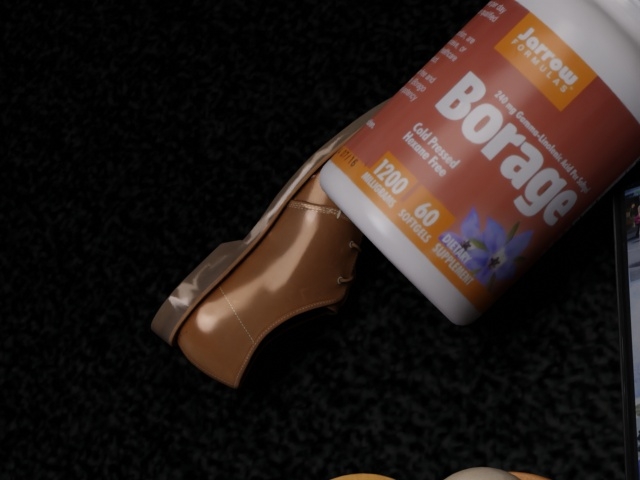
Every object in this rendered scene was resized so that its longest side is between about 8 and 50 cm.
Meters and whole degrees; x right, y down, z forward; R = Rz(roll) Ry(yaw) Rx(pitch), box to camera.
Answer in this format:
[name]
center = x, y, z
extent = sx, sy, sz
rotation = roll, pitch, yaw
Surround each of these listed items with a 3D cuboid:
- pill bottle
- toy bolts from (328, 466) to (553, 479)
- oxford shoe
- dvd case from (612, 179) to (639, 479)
[pill bottle]
center = 0.113, -0.067, 1.086
extent = 0.216, 0.121, 0.121
rotation = -45, 48, 2
[toy bolts]
center = 0.012, 0.192, 0.944
extent = 0.218, 0.158, 0.228
rotation = 22, 68, 36
[oxford shoe]
center = 0.000, 0.000, 1.167
extent = 0.076, 0.076, 0.212
rotation = 42, 86, 12
[dvd case]
center = 0.234, 0.041, 0.975
extent = 0.180, 0.022, 0.253
rotation = -19, 42, 23
